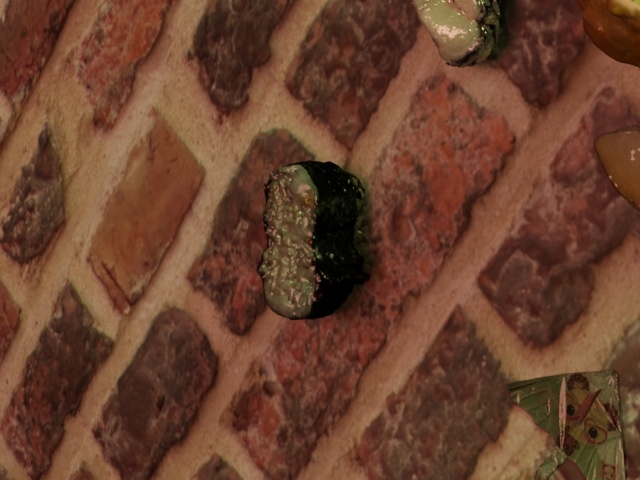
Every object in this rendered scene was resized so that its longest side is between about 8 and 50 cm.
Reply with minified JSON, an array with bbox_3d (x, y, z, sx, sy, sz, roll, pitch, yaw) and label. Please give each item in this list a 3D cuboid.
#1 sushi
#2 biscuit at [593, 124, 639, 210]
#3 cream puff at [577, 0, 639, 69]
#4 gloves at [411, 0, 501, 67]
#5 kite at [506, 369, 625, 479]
[{"bbox_3d":[0.000,0.000,2.173,0.147,0.115,0.212,3,93,50],"label":"sushi"},{"bbox_3d":[0.420,-0.079,1.781,0.290,0.038,0.141,-13,81,46],"label":"biscuit"},{"bbox_3d":[0.395,-0.309,1.599,0.343,0.327,0.231,133,122,-77],"label":"cream puff"},{"bbox_3d":[0.174,-0.291,2.025,0.114,0.070,0.153,-39,62,32],"label":"gloves"},{"bbox_3d":[0.286,0.250,1.940,0.229,0.012,0.250,52,126,35],"label":"kite"}]
